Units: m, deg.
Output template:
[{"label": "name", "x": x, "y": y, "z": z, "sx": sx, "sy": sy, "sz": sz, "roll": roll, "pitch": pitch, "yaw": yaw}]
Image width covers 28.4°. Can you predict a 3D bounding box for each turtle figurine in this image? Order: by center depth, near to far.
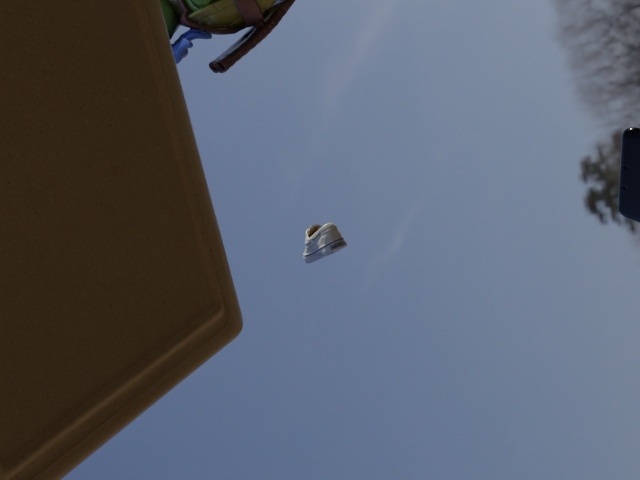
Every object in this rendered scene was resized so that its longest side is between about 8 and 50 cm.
[{"label": "turtle figurine", "x": -0.074, "y": -0.322, "z": 1.244, "sx": 0.198, "sy": 0.266, "sz": 0.274, "roll": 71, "pitch": -175, "yaw": -60}]

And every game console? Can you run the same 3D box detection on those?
[{"label": "game console", "x": 0.271, "y": -0.051, "z": 0.873, "sx": 0.071, "sy": 0.107, "sz": 0.122, "roll": 54, "pitch": 173, "yaw": 28}]

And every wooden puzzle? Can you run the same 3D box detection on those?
[{"label": "wooden puzzle", "x": -0.110, "y": -0.030, "z": 0.485, "sx": 0.239, "sy": 0.044, "sz": 0.221, "roll": -43, "pitch": -58, "yaw": -64}]

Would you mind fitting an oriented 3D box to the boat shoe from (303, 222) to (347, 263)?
[{"label": "boat shoe", "x": 0.000, "y": 0.000, "z": 1.314, "sx": 0.035, "sy": 0.035, "sz": 0.100, "roll": 67, "pitch": 167, "yaw": 2}]
